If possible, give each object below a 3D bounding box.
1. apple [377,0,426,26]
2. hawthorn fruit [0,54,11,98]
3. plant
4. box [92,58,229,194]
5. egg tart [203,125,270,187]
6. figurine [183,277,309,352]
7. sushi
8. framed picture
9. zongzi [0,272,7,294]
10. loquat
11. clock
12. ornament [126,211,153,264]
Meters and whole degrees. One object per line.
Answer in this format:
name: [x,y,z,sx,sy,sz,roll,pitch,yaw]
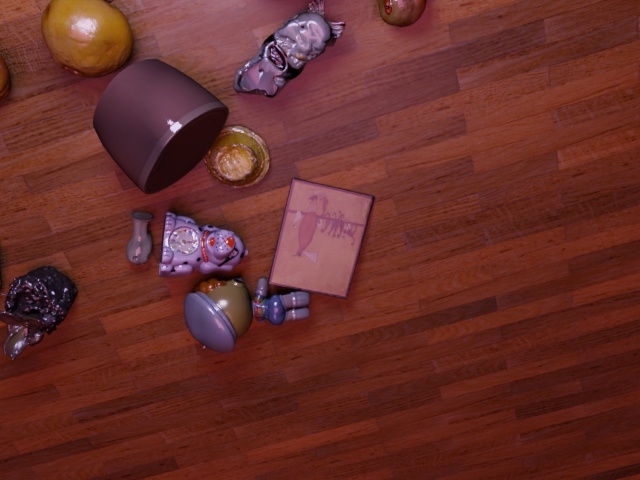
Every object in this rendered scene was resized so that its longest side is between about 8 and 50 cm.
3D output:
apple: [0.203,-0.603,1.393,0.126,0.102,0.125,4,82,-30]
hawthorn fruit: [-0.871,-0.419,1.374,0.189,0.189,0.189,-1,114,-3]
plant: [-0.832,0.190,1.622,0.178,0.234,0.204,42,111,-14]
box: [-0.409,-0.292,1.398,0.216,0.301,0.301,42,107,3]
egg tart: [-0.237,-0.226,1.556,0.191,0.074,0.191,-1,115,-1]
figurine: [-0.220,0.207,1.687,0.382,0.205,0.224,-17,121,-5]
sushi: [-0.090,-0.473,1.421,0.332,0.130,0.124,-39,111,14]
framed picture: [0.000,0.000,1.677,0.256,0.014,0.338,12,104,-9]
zongzi: [-0.982,0.116,1.597,0.084,0.184,0.187,1,114,-9]
loquat: [-0.565,-0.501,1.345,0.208,0.208,0.207,-1,114,-3]
clock: [-0.337,0.024,1.619,0.254,0.189,0.188,6,114,-13]
ornament: [-0.530,-0.003,1.638,0.075,0.081,0.156,20,112,24]
